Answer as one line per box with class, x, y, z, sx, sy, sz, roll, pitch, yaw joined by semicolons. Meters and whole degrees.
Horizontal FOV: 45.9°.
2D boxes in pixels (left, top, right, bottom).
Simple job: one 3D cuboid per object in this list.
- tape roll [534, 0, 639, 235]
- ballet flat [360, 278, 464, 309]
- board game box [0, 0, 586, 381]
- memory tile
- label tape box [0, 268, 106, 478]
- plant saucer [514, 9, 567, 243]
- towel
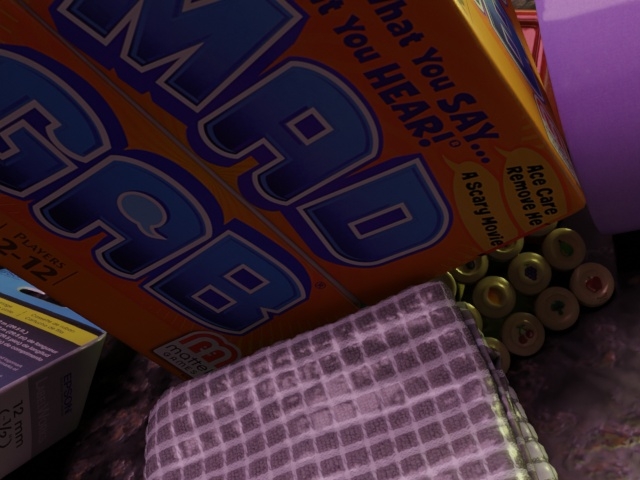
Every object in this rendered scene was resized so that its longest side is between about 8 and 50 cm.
tape roll;0.255;-0.146;0.636;0.090;0.275;0.275;-13;38;25
ballet flat;-0.019;0.032;0.771;0.348;0.123;0.123;-6;41;26
board game box;-0.074;-0.171;0.581;0.356;0.356;0.356;-27;41;25
memory tile;0.162;0.038;0.639;0.148;0.113;0.012;-35;-10;-4
label tape box;-0.397;0.151;0.819;0.249;0.115;0.347;15;21;24
plant saucer;0.122;-0.137;0.777;0.259;0.048;0.258;7;73;20
towel;0.015;0.176;0.520;0.283;0.121;0.235;-24;45;9
